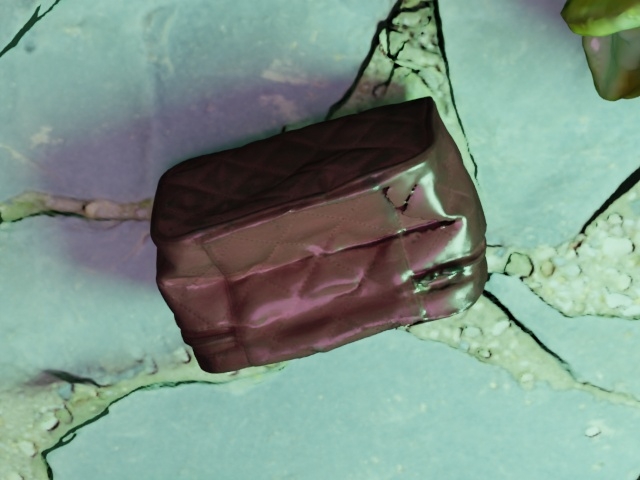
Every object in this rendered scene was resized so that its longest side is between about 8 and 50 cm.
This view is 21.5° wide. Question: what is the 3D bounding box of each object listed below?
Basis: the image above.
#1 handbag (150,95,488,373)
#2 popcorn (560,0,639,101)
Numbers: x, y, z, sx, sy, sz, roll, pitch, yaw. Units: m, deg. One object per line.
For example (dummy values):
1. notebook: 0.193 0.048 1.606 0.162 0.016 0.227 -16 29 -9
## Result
1. handbag: 0.000 0.000 1.154 0.225 0.146 0.135 -16 111 8
2. popcorn: 0.287 -0.155 1.034 0.225 0.276 0.276 38 112 -8
